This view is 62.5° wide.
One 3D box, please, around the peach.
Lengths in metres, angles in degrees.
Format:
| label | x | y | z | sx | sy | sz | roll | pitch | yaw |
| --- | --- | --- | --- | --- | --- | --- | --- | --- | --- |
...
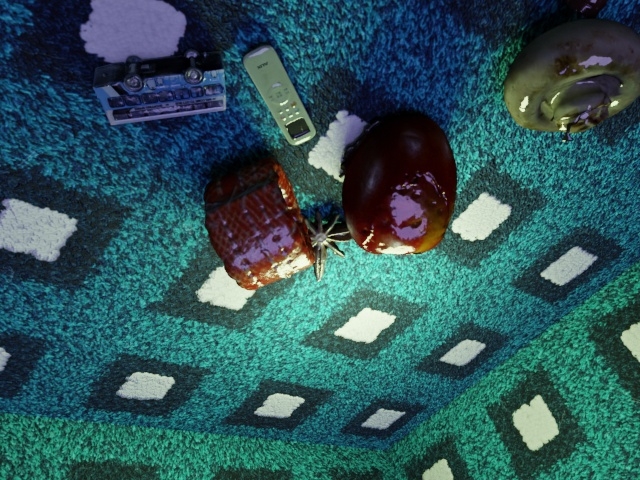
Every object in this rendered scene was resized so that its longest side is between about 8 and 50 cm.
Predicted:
| label | x | y | z | sx | sy | sz | roll | pitch | yaw |
| --- | --- | --- | --- | --- | --- | --- | --- | --- | --- |
| peach | 0.246 | -0.163 | 1.565 | 0.338 | 0.353 | 0.417 | 2 | 92 | -29 |

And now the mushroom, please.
| label | x | y | z | sx | sy | sz | roll | pitch | yaw |
| --- | --- | --- | --- | --- | --- | --- | --- | --- | --- |
| mushroom | 0.685 | -0.404 | 1.413 | 0.361 | 0.295 | 0.362 | -2 | 157 | -1 |

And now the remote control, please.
| label | x | y | z | sx | sy | sz | roll | pitch | yaw |
| --- | --- | --- | --- | --- | --- | --- | --- | --- | --- |
| remote control | -0.103 | -0.376 | 1.385 | 0.090 | 0.038 | 0.310 | -24 | 137 | 6 |

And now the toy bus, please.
| label | x | y | z | sx | sy | sz | roll | pitch | yaw |
| --- | --- | --- | --- | --- | --- | --- | --- | --- | --- |
| toy bus | -0.373 | -0.366 | 1.258 | 0.296 | 0.106 | 0.131 | -9 | 138 | -8 |

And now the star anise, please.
| label | x | y | z | sx | sy | sz | roll | pitch | yaw |
| --- | --- | --- | --- | --- | --- | --- | --- | --- | --- |
| star anise | -0.004 | 0.003 | 1.747 | 0.198 | 0.111 | 0.258 | 37 | 100 | -14 |

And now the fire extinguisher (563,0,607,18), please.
| label | x | y | z | sx | sy | sz | roll | pitch | yaw |
| --- | --- | --- | --- | --- | --- | --- | --- | --- | --- |
| fire extinguisher | 0.753 | -0.722 | 1.292 | 0.141 | 0.105 | 0.341 | -31 | 156 | -53 |

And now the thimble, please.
| label | x | y | z | sx | sy | sz | roll | pitch | yaw |
| --- | --- | --- | --- | --- | --- | --- | --- | --- | --- |
| thimble | -0.166 | -0.040 | 1.491 | 0.230 | 0.350 | 0.350 | -21 | 137 | 4 |
